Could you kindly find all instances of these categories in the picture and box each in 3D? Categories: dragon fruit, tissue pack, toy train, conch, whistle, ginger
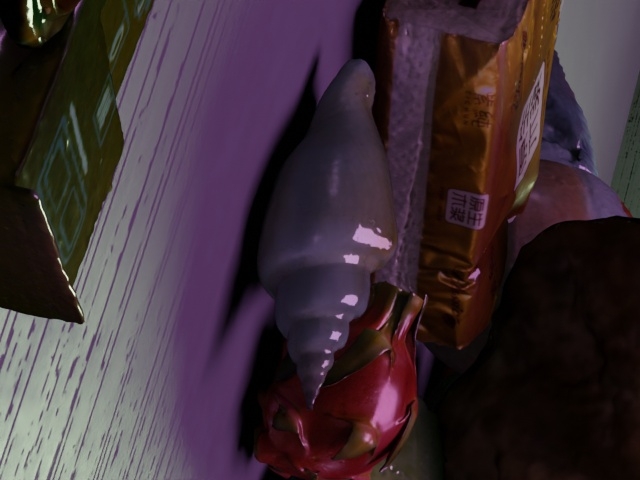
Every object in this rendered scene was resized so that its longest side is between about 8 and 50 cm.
[{"bbox_3d":[0.013,0.073,0.852,0.116,0.081,0.086,-61,-175,-12],"label":"dragon fruit"},{"bbox_3d":[0.083,-0.074,0.986,0.183,0.092,0.226,-60,158,-48],"label":"tissue pack"},{"bbox_3d":[-0.063,-0.102,0.373,0.137,0.090,0.225,90,17,-67],"label":"toy train"},{"bbox_3d":[0.007,0.000,0.793,0.088,0.065,0.180,74,23,-61],"label":"conch"},{"bbox_3d":[0.163,-0.024,1.231,0.189,0.189,0.348,87,10,-49],"label":"whistle"},{"bbox_3d":[0.201,0.141,1.047,0.223,0.200,0.269,34,87,-45],"label":"ginger"}]

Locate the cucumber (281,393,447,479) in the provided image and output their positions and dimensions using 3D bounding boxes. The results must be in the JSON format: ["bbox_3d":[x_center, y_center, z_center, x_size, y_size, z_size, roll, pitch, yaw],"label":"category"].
[{"bbox_3d":[0.014,0.161,0.957,0.086,0.115,0.193,-29,-148,43],"label":"cucumber"}]

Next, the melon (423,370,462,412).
[{"bbox_3d":[0.133,0.200,1.261,0.182,0.182,0.287,87,23,-50],"label":"melon"}]

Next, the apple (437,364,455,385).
[{"bbox_3d":[0.176,0.141,1.437,0.139,0.163,0.163,15,88,-65],"label":"apple"}]

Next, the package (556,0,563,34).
[{"bbox_3d":[0.212,-0.265,1.466,0.171,0.027,0.173,3,96,-76],"label":"package"}]
